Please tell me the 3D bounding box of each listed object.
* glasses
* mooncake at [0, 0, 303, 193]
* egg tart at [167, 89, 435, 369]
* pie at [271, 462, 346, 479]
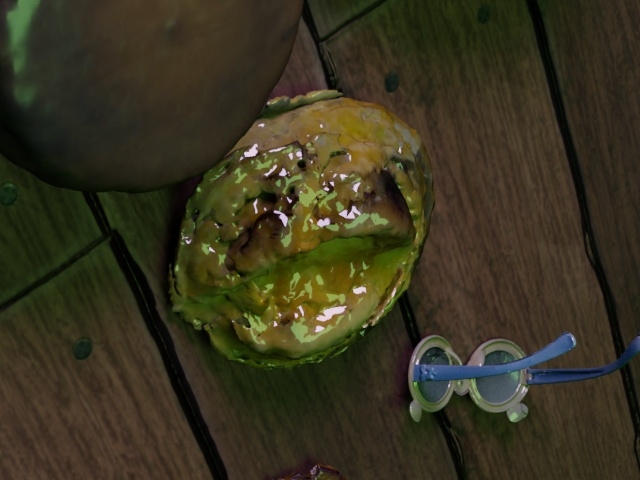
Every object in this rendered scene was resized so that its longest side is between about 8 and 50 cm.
[{"bbox_3d":[0.212,0.113,1.662,0.189,0.220,0.088,6,62,-41],"label":"glasses"},{"bbox_3d":[-0.166,-0.181,1.227,0.290,0.161,0.290,-18,118,-37],"label":"mooncake"},{"bbox_3d":[0.000,0.000,1.472,0.297,0.132,0.297,-16,118,-31],"label":"egg tart"},{"bbox_3d":[0.001,0.281,1.631,0.092,0.034,0.170,-45,129,-15],"label":"pie"}]
